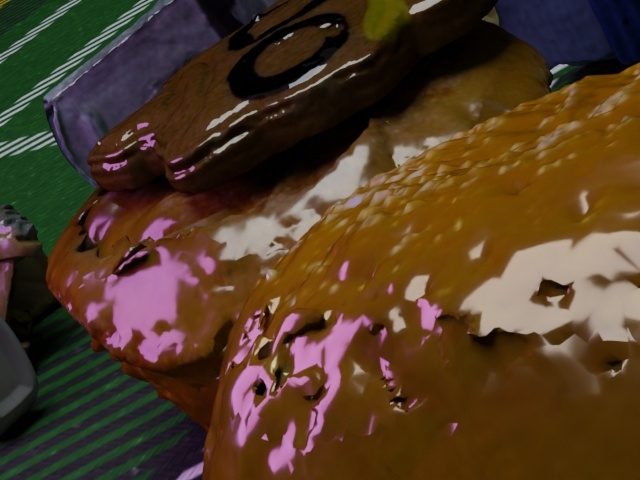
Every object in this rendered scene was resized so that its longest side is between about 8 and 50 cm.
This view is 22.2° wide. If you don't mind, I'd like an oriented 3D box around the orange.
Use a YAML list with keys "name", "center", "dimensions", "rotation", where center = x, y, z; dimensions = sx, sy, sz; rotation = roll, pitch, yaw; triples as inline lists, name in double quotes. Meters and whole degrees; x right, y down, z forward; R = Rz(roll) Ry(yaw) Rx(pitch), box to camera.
- name: "orange"
  center: [0.135, 0.088, 0.561]
  dimensions: [0.340, 0.293, 0.340]
  rotation: [-23, 8, 3]

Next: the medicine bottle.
- name: "medicine bottle"
  center: [-0.316, 0.105, 1.321]
  dimensions: [0.183, 0.119, 0.069]
  rotation: [-10, 28, 44]

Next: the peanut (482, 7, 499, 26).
- name: "peanut"
  center: [0.101, -0.144, 1.412]
  dimensions: [0.194, 0.083, 0.093]
  rotation: [-38, 37, -25]

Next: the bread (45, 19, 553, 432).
- name: "bread"
  center: [0.000, -0.001, 1.062]
  dimensions: [0.336, 0.204, 0.358]
  rotation: [-30, 25, -9]

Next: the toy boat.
- name: "toy boat"
  center: [-0.353, 0.016, 1.547]
  dimensions: [0.162, 0.136, 0.445]
  rotation: [4, 5, -31]

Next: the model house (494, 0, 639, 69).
- name: "model house"
  center: [0.320, -0.278, 1.253]
  dimensions: [0.295, 0.252, 0.329]
  rotation: [-40, 30, -27]

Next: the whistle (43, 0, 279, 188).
- name: "whistle"
  center: [-0.099, -0.209, 1.702]
  dimensions: [0.188, 0.168, 0.405]
  rotation: [-7, 35, 46]

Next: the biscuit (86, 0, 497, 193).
- name: "biscuit"
  center: [-0.022, -0.113, 1.012]
  dimensions: [0.290, 0.041, 0.208]
  rotation: [-27, 23, 8]
